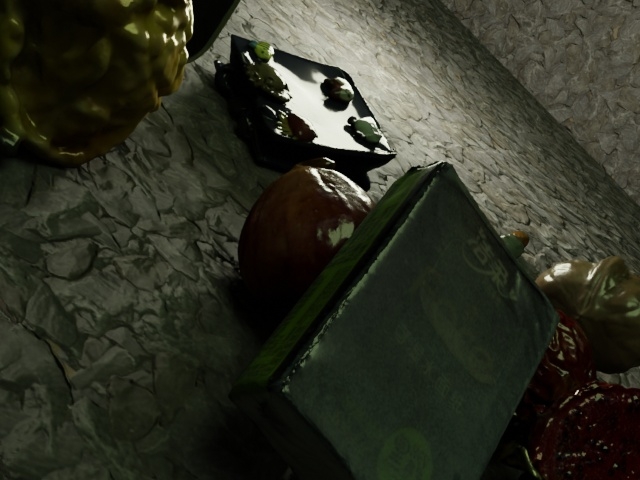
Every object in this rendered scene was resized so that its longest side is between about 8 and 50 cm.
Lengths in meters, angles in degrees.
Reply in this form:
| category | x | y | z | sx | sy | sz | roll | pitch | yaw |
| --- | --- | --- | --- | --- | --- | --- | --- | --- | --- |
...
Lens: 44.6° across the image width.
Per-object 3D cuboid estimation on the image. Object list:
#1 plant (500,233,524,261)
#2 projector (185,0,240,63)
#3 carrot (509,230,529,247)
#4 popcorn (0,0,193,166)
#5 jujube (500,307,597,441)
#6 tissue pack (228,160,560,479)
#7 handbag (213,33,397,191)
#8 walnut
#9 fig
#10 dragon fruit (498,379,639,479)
| category | x | y | z | sx | sy | sz | roll | pitch | yaw |
| --- | --- | --- | --- | --- | --- | --- | --- | --- | --- |
| plant | 0.286 | 0.035 | 1.468 | 0.274 | 0.146 | 0.149 | 11 | 37 | -43 |
| projector | -0.310 | -0.494 | 1.395 | 0.248 | 0.248 | 0.249 | -6 | 53 | -54 |
| carrot | 0.424 | 0.011 | 1.786 | 0.191 | 0.047 | 0.047 | -16 | 61 | -51 |
| popcorn | -0.347 | -0.278 | 1.037 | 0.349 | 0.349 | 0.381 | 31 | 55 | -17 |
| jujube | 0.311 | 0.199 | 1.196 | 0.232 | 0.213 | 0.213 | 0 | 47 | -37 |
| tissue pack | 0.107 | 0.131 | 0.924 | 0.288 | 0.124 | 0.394 | 53 | 52 | -16 |
| handbag | -0.034 | -0.252 | 1.525 | 0.329 | 0.122 | 0.303 | 12 | 40 | -39 |
| walnut | 0.536 | 0.148 | 1.524 | 0.273 | 0.227 | 0.273 | 32 | 26 | -17 |
| fig | -0.003 | 0.012 | 1.099 | 0.224 | 0.224 | 0.263 | 24 | 26 | -28 |
| dragon fruit | 0.343 | 0.311 | 1.088 | 0.317 | 0.152 | 0.205 | -43 | 97 | -24 |
